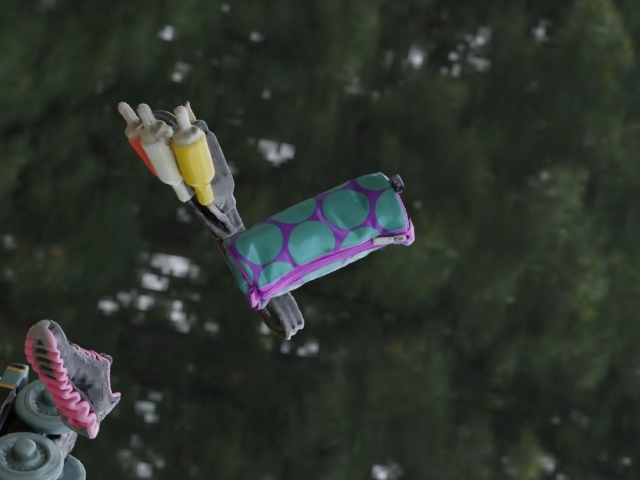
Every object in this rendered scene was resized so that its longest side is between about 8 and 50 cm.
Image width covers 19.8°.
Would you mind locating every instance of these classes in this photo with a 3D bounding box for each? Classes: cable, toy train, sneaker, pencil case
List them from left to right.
[{"bbox_3d":[-0.345,0.238,1.787,0.334,0.190,0.142,-70,172,-54],"label":"toy train"},{"bbox_3d":[-0.195,0.102,1.476,0.047,0.057,0.119,22,-36,40],"label":"sneaker"},{"bbox_3d":[-0.116,-0.021,1.800,0.139,0.072,0.287,13,-49,52],"label":"cable"},{"bbox_3d":[0.000,0.000,1.472,0.070,0.151,0.064,56,-14,44],"label":"pencil case"}]
